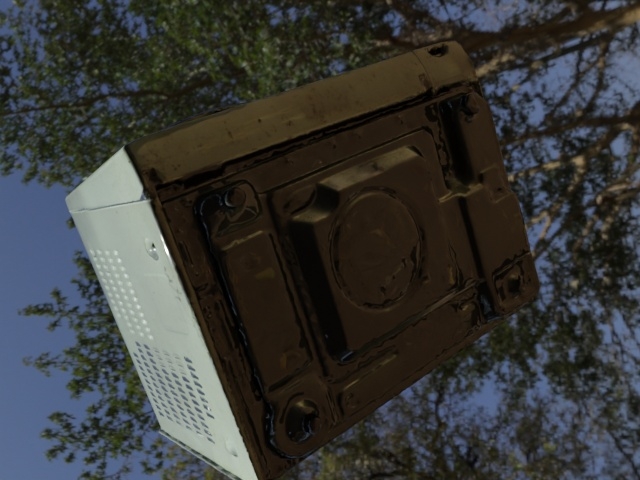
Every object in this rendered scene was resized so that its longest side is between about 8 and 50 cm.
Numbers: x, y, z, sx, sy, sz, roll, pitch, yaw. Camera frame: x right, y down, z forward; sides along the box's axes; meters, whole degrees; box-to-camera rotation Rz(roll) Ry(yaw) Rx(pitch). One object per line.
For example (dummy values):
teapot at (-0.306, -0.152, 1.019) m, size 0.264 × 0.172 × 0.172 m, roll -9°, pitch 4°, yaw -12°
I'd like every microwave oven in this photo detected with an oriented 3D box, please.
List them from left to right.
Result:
microwave oven at (0.000, 0.000, 0.664) m, size 0.395 × 0.247 × 0.332 m, roll -26°, pitch -77°, yaw -33°
